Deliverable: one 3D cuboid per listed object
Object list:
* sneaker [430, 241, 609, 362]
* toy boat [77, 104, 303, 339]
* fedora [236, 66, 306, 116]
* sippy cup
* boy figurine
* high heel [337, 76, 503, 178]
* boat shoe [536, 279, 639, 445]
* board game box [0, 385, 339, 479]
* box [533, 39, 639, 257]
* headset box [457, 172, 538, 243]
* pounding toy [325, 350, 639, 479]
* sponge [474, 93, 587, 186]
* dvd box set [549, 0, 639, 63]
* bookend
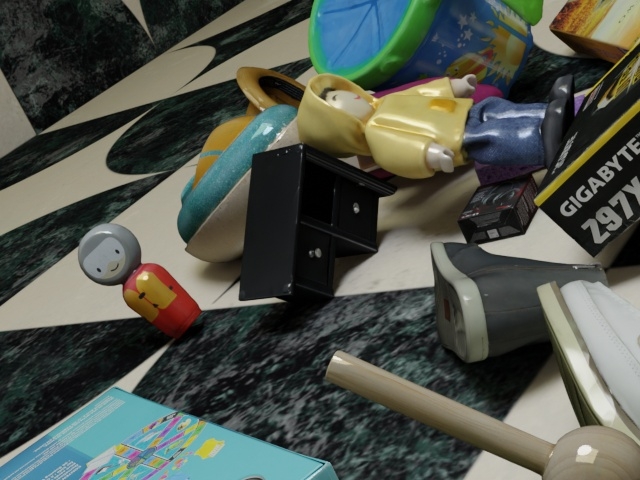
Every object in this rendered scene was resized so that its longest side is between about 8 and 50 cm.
[{"bbox_3d":[0.156,0.046,0.958,0.118,0.083,0.222,-7,12,-2],"label":"sneaker"},{"bbox_3d":[-0.127,-0.039,1.336,0.318,0.148,0.267,-51,4,-34],"label":"toy boat"},{"bbox_3d":[-0.057,-0.182,1.749,0.079,0.194,0.194,-59,8,22],"label":"fedora"},{"bbox_3d":[0.140,-0.272,1.508,0.240,0.224,0.305,-60,34,17],"label":"sippy cup"},{"bbox_3d":[0.116,-0.125,1.215,0.285,0.092,0.177,7,37,20],"label":"boy figurine"},{"bbox_3d":[0.056,-0.124,1.480,0.181,0.127,0.377,-19,11,-30],"label":"high heel"},{"bbox_3d":[0.209,0.106,0.667,0.103,0.113,0.302,-23,29,3],"label":"boat shoe"},{"bbox_3d":[-0.162,0.230,0.841,0.253,0.079,0.336,-35,21,-27],"label":"board game box"},{"bbox_3d":[0.320,-0.147,1.025,0.257,0.079,0.322,-45,2,30],"label":"box"},{"bbox_3d":[0.180,-0.033,1.176,0.062,0.032,0.083,-13,24,33],"label":"headset box"},{"bbox_3d":[0.057,0.196,0.585,0.183,0.110,0.237,14,74,18],"label":"pounding toy"},{"bbox_3d":[0.273,-0.124,1.300,0.210,0.031,0.117,-19,19,18],"label":"sponge"},{"bbox_3d":[0.421,-0.340,1.373,0.308,0.062,0.420,-54,9,11],"label":"dvd box set"},{"bbox_3d":[0.000,0.000,1.226,0.072,0.156,0.157,-9,69,40],"label":"bookend"}]
